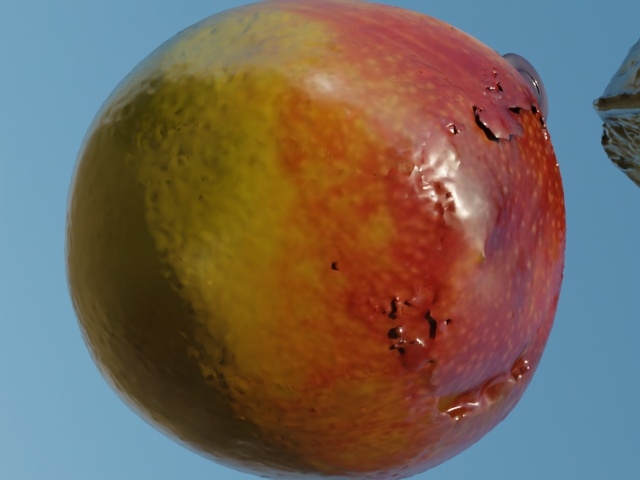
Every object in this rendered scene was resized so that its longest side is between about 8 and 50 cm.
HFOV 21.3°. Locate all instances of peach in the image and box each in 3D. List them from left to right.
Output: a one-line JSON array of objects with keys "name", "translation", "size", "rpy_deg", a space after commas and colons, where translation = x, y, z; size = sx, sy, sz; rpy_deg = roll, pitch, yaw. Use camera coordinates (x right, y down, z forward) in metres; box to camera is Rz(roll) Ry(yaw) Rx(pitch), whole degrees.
[{"name": "peach", "translation": [0.000, 0.000, 0.782], "size": [0.231, 0.231, 0.231], "rpy_deg": [32, -46, 40]}]

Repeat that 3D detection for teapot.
[{"name": "teapot", "translation": [0.147, -0.107, 1.337], "size": [0.045, 0.068, 0.100], "rpy_deg": [-21, -79, 41]}]

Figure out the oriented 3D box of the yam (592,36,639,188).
[{"name": "yam", "translation": [0.307, -0.137, 0.945], "size": [0.195, 0.300, 0.195], "rpy_deg": [34, -7, 5]}]
